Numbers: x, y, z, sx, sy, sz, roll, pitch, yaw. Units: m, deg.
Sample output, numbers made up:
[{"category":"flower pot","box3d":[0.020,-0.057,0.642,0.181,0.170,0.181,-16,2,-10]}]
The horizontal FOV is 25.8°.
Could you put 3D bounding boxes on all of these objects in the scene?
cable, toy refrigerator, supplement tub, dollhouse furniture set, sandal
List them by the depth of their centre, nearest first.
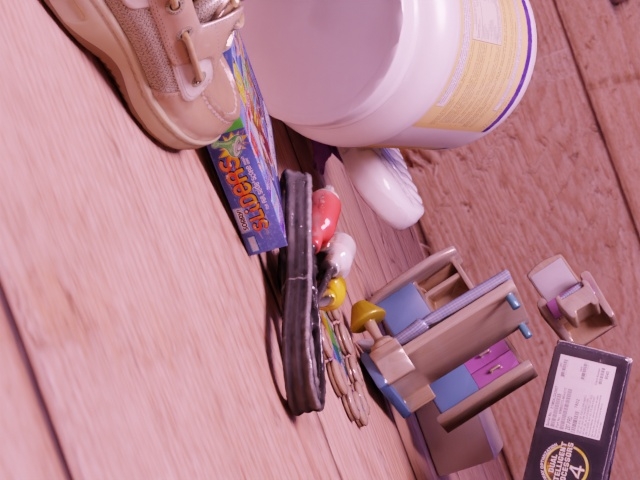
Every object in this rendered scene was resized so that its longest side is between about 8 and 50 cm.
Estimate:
[{"category":"cable","box3d":[0.000,0.031,1.165,0.287,0.072,0.140,-97,-177,-69]},{"category":"supplement tub","box3d":[0.068,-0.218,1.487,0.331,0.241,0.241,-4,73,-61]},{"category":"dollhouse furniture set","box3d":[0.169,0.055,1.667,0.198,0.286,0.303,59,4,26]},{"category":"sandal","box3d":[0.023,-0.129,1.756,0.169,0.102,0.416,48,11,-24]},{"category":"toy refrigerator","box3d":[0.161,0.182,1.950,0.102,0.094,0.270,-16,85,-76]}]

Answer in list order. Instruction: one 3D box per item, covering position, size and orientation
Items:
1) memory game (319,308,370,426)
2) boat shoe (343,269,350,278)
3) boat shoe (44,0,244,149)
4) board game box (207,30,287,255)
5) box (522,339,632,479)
[{"category":"memory game","box3d":[0.014,0.097,1.387,0.186,0.012,0.186,-20,90,-83]},{"category":"boat shoe","box3d":[0.000,0.000,1.491,0.035,0.035,0.100,37,-17,48]},{"category":"boat shoe","box3d":[-0.094,-0.148,0.903,0.302,0.098,0.109,53,18,-66]},{"category":"board game box","box3d":[-0.069,-0.100,1.174,0.201,0.035,0.136,-100,172,-56]},{"category":"box","box3d":[0.273,0.328,1.612,0.318,0.097,0.395,38,65,-74]}]
